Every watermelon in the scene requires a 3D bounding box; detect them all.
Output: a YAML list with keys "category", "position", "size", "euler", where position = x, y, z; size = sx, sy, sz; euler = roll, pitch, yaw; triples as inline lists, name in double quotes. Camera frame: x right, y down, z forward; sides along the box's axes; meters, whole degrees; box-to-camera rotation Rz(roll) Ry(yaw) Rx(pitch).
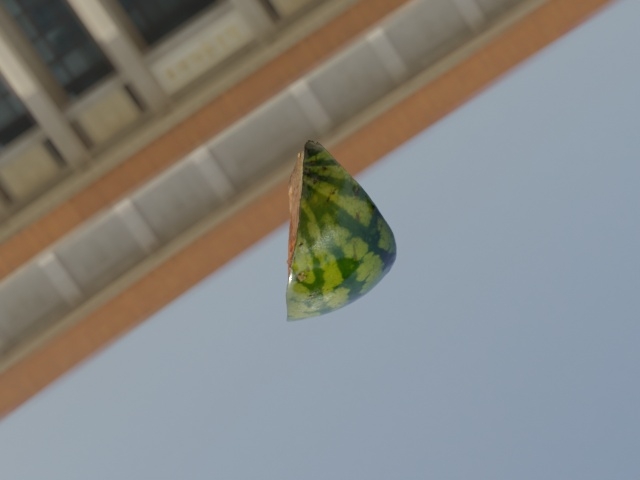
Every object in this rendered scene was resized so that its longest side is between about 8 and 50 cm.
- category: "watermelon"
  position: [0.013, 0.006, 1.117]
  size: [0.069, 0.087, 0.163]
  euler: [3, 164, -3]
